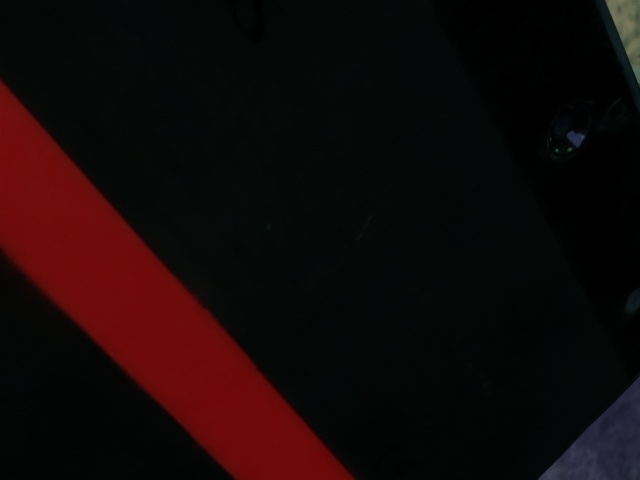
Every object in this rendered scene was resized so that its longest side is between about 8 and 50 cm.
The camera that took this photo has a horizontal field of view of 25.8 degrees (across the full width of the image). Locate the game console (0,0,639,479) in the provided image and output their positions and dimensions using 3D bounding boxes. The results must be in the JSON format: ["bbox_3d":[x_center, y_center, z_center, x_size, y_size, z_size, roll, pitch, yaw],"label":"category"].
[{"bbox_3d":[-0.048,0.013,0.418,0.342,0.060,0.386,-43,134,-7],"label":"game console"}]
